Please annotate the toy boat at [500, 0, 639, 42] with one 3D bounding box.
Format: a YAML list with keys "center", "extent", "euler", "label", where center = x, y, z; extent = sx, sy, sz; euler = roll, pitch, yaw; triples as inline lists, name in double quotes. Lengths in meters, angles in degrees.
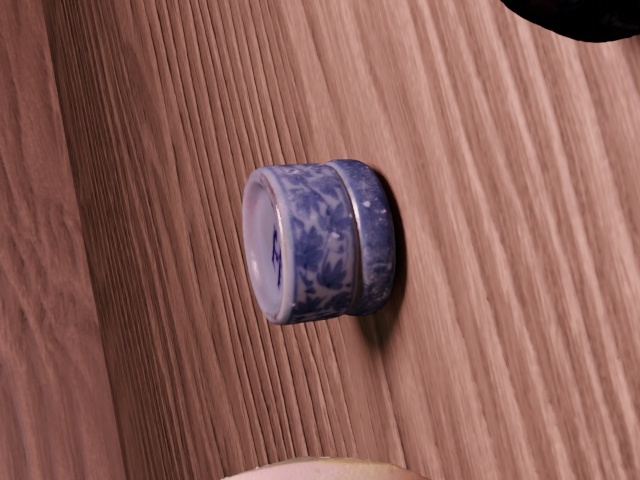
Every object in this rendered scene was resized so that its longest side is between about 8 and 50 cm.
- center: [0.176, -0.219, 0.769]
  extent: [0.092, 0.134, 0.299]
  euler: [-65, 2, -25]
  label: "toy boat"

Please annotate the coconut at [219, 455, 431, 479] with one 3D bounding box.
- center: [-0.012, 0.322, 1.213]
  extent: [0.297, 0.297, 0.310]
  euler: [102, 172, -46]
  label: "coconut"

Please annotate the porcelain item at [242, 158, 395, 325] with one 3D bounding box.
- center: [0.000, 0.000, 1.339]
  extent: [0.147, 0.114, 0.147]
  euler: [174, 90, -73]
  label: "porcelain item"
